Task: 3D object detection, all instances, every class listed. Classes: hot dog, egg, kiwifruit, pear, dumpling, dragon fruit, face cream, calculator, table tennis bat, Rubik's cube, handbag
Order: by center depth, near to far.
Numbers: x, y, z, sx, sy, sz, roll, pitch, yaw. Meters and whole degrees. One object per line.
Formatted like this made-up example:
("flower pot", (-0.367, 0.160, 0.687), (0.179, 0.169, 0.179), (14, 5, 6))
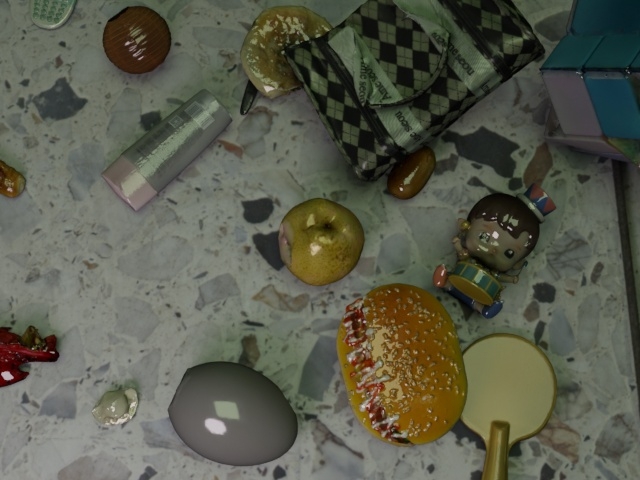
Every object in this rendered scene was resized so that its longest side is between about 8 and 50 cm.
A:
("egg", (-0.151, 0.311, 1.644), (0.232, 0.176, 0.176), (19, 76, -1))
("dragon fruit", (-0.576, 0.212, 1.687), (0.192, 0.092, 0.122), (-1, 76, -4))
("dumpling", (-0.376, 0.307, 1.706), (0.052, 0.057, 0.076), (12, 44, 37))
("table tennis bat", (0.339, 0.331, 1.733), (0.198, 0.050, 0.320), (8, 73, 3))
("pear", (0.000, 0.000, 1.737), (0.178, 0.178, 0.178), (1, 76, -3))
("handbag", (0.160, -0.353, 1.742), (0.416, 0.180, 0.316), (-38, 79, 14))
("Rubik's cube", (0.620, -0.302, 1.751), (0.387, 0.368, 0.358), (14, 86, 45))
("hot dog", (-0.675, -0.149, 1.797), (0.216, 0.047, 0.066), (25, 73, 3))
("face cream", (-0.299, -0.181, 1.812), (0.107, 0.073, 0.269), (43, 78, 12))
("kiwifruit", (0.180, -0.135, 1.827), (0.075, 0.075, 0.124), (32, 72, 5))
("calculator", (-0.548, -0.507, 1.906), (0.095, 0.021, 0.153), (13, 76, 0))

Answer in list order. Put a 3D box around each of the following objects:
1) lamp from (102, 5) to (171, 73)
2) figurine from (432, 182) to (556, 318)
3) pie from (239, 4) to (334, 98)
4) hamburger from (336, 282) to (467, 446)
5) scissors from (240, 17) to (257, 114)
("lamp", (-0.363, -0.396, 1.832), (0.136, 0.136, 0.136), (1, 76, -3))
("figurine", (0.334, 0.005, 1.757), (0.161, 0.158, 0.275), (31, 77, -5))
("pie", (-0.061, -0.388, 1.876), (0.218, 0.052, 0.185), (-24, 86, -14))
("hamburger", (0.150, 0.229, 1.697), (0.227, 0.151, 0.295), (-13, 74, -7))
("scissors", (-0.124, -0.356, 1.895), (0.088, 0.017, 0.220), (18, 76, -3))
